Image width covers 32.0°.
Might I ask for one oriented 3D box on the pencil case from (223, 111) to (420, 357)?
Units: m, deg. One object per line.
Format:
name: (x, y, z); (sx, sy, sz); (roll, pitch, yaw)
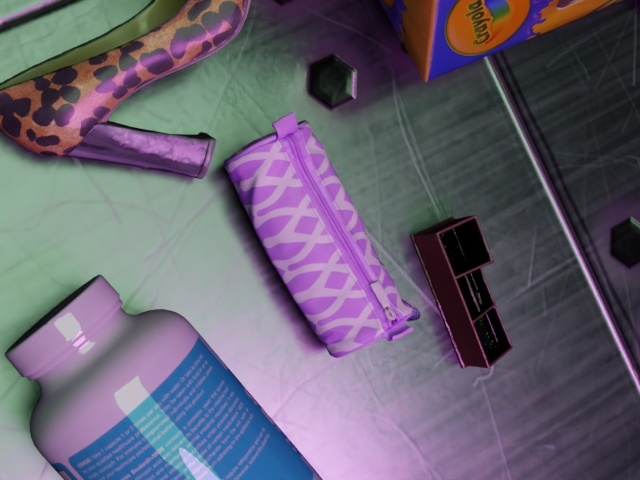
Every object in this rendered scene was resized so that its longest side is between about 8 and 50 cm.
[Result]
pencil case: (0.000, 0.000, 0.922); (0.086, 0.088, 0.206); (-34, 97, -20)

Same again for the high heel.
high heel: (-0.156, -0.187, 0.873); (0.186, 0.093, 0.261); (10, 92, -24)

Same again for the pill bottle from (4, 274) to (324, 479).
pill bottle: (-0.115, 0.154, 0.841); (0.146, 0.146, 0.264); (-42, 100, -17)

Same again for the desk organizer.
desk organizer: (0.132, 0.046, 0.983); (0.047, 0.050, 0.130); (-23, 94, -19)

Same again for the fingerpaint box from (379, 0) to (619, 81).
fingerpaint box: (0.217, -0.342, 0.786); (0.371, 0.445, 0.163); (-23, 69, -7)
